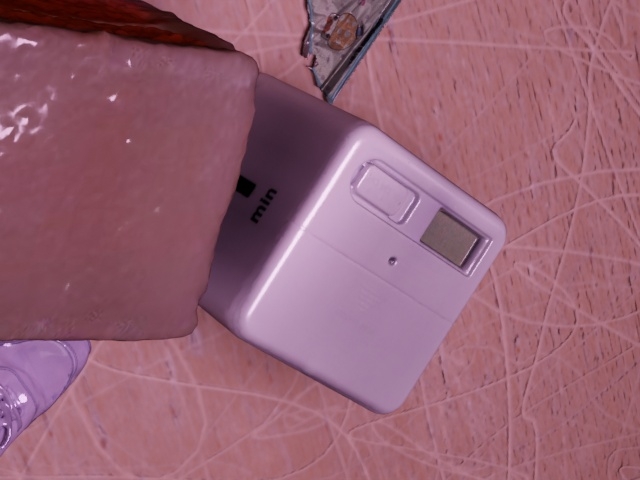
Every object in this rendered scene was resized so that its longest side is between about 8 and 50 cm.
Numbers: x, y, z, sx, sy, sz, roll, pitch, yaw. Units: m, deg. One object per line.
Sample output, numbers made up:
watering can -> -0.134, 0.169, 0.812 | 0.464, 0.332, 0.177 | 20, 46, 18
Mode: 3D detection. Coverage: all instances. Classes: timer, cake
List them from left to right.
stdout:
cake -> -0.221, -0.067, 1.041 | 0.309, 0.237, 0.230 | 1, 111, -34
timer -> 0.000, 0.000, 1.223 | 0.192, 0.195, 0.194 | 32, 89, -36

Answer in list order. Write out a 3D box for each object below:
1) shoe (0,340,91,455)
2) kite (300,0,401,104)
shoe -> -0.279, 0.143, 1.143 | 0.245, 0.137, 0.095 | -30, 126, -18
kite -> 0.009, -0.309, 1.220 | 0.368, 0.014, 0.406 | -19, 118, -24
